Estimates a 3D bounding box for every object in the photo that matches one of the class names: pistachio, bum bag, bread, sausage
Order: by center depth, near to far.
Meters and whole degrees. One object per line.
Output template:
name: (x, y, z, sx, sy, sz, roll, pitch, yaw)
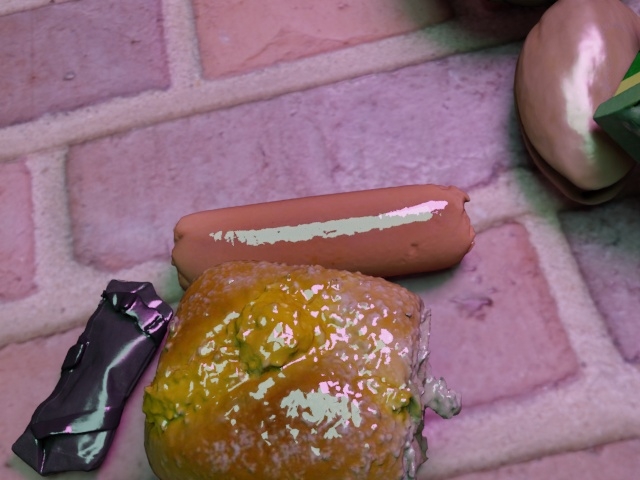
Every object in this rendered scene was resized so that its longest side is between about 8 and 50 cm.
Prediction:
bread: (-0.009, 0.117, 0.611, 0.246, 0.176, 0.196, 7, 67, 7)
bum bag: (-0.205, 0.120, 0.698, 0.087, 0.049, 0.198, 17, 66, 18)
sausage: (0.001, -0.001, 0.721, 0.288, 0.086, 0.086, -6, 63, 3)
pistachio: (0.259, -0.144, 0.748, 0.135, 0.136, 0.226, 3, 70, 6)

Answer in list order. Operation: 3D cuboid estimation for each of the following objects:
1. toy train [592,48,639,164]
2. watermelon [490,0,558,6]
toy train: (0.394, -0.096, 0.671, 0.300, 0.120, 0.202, 40, 64, -10)
watermelon: (0.252, -0.405, 0.796, 0.278, 0.279, 0.359, 31, 56, 18)
